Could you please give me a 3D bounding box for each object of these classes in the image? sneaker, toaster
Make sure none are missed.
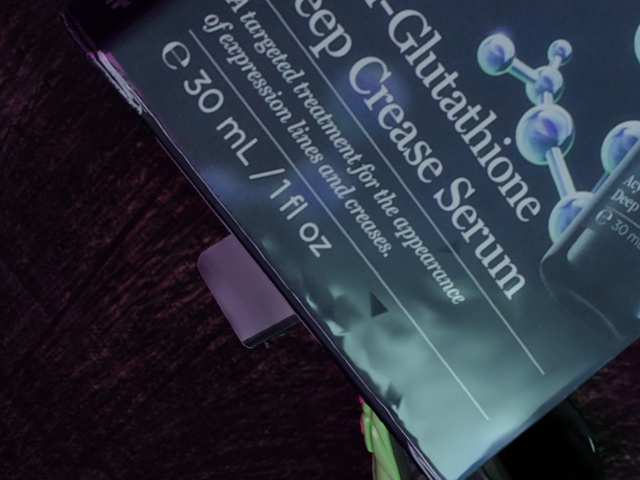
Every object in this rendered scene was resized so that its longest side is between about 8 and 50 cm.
[{"bbox_3d":[0.165,0.258,1.409,0.202,0.185,0.482,10,134,28],"label":"sneaker"},{"bbox_3d":[0.000,0.000,1.367,0.110,0.168,0.186,54,140,-4],"label":"toaster"}]

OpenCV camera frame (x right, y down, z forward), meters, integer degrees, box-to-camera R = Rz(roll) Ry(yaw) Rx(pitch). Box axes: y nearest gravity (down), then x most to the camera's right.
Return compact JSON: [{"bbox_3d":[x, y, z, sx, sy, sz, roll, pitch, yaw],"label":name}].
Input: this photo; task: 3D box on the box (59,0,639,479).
[{"bbox_3d":[0.108,-0.120,0.812,0.293,0.395,0.212,52,177,-20],"label":"box"}]
